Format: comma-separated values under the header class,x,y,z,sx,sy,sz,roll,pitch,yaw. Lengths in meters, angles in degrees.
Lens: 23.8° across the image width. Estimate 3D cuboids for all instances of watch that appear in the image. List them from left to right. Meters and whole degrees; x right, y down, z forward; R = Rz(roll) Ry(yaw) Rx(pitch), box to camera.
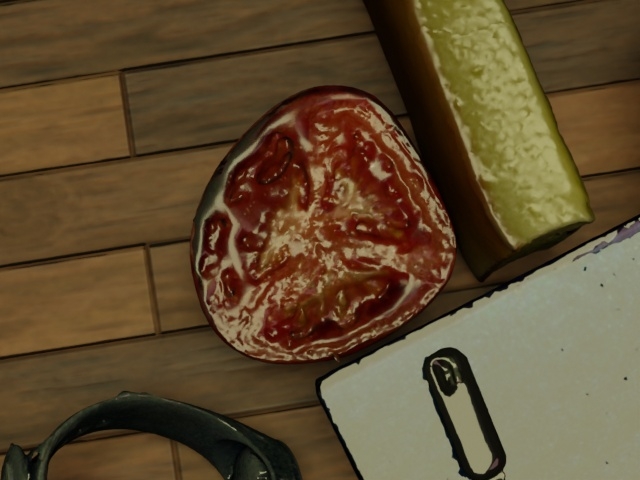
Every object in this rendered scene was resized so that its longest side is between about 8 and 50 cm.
class,x,y,z,sx,sy,sz,roll,pitch,yaw
watch,-0.094,0.196,0.935,0.193,0.068,0.206,2,57,-25

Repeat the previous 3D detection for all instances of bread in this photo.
class,x,y,z,sx,sy,sz,roll,pitch,yaw
bread,0.074,-0.157,1.000,0.077,0.138,0.361,-20,82,-5

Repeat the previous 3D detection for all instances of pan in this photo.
class,x,y,z,sx,sy,sz,roll,pitch,yaw
pan,0.113,0.173,0.894,0.136,0.028,0.235,-22,81,-2

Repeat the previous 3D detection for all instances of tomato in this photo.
class,x,y,z,sx,sy,sz,roll,pitch,yaw
tomato,-0.008,-0.003,1.005,0.174,0.082,0.166,-30,87,-9

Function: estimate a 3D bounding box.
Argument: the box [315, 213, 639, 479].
class,x,y,z,sx,sy,sz,roll,pitch,yaw
box,0.172,0.156,0.964,0.261,0.116,0.279,-27,83,-1
